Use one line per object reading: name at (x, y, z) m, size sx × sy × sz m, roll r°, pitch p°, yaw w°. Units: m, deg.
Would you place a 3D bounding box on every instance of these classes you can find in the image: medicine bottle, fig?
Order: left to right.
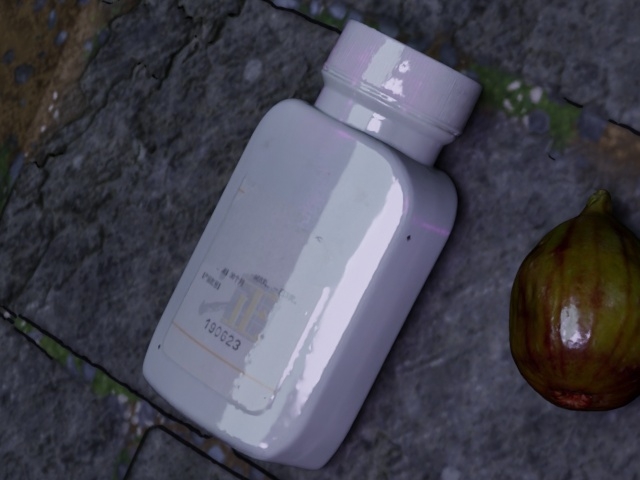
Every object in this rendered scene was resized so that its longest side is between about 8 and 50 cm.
medicine bottle at (0.000, 0.000, 1.224) m, size 0.161 × 0.111 × 0.296 m, roll 29°, pitch 97°, yaw 38°
fig at (0.169, 0.030, 1.091) m, size 0.109 × 0.103 × 0.155 m, roll -28°, pitch 43°, yaw 55°
